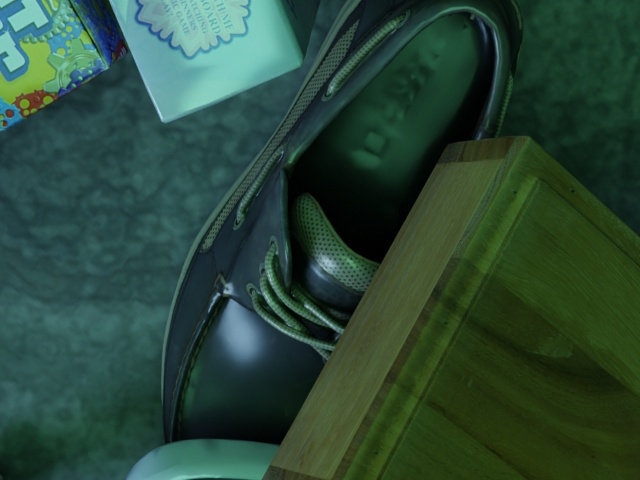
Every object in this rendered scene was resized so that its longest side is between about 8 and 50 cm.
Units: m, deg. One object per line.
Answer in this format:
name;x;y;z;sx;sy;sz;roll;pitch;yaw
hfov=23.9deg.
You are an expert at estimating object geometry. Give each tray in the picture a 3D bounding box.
tray;0.181;0.148;0.800;0.411;0.076;0.203;38;71;-24

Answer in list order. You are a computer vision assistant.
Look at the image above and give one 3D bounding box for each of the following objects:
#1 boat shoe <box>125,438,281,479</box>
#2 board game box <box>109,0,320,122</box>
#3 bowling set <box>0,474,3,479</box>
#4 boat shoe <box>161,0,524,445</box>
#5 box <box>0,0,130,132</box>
boat shoe;0.024;0.205;0.867;0.302;0.094;0.109;26;125;-22
board game box;-0.088;-0.234;0.698;0.066;0.318;0.318;-21;103;6
bowling set;-0.182;0.296;0.937;0.200;0.154;0.287;21;103;-22
boat shoe;0.000;0.000;0.846;0.132;0.130;0.355;23;103;-4
box;-0.239;-0.112;0.746;0.279;0.290;0.177;-29;101;9
